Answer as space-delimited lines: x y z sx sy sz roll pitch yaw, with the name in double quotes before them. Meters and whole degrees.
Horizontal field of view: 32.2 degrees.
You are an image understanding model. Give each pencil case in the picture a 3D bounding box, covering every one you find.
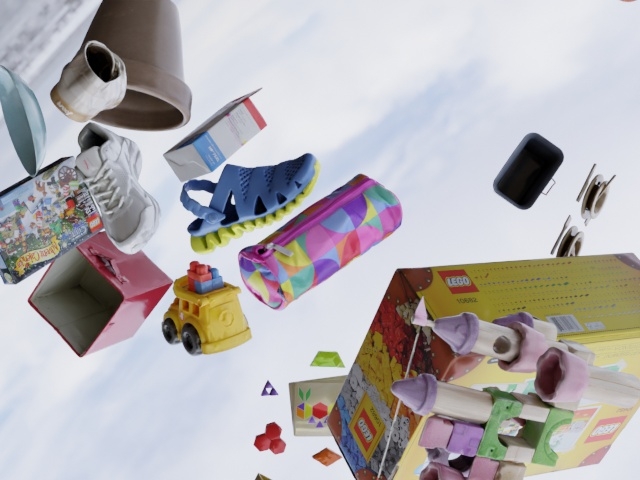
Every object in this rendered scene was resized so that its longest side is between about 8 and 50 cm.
"pencil case" 0.000 0.000 1.474 0.236 0.104 0.104 -34 -172 -29

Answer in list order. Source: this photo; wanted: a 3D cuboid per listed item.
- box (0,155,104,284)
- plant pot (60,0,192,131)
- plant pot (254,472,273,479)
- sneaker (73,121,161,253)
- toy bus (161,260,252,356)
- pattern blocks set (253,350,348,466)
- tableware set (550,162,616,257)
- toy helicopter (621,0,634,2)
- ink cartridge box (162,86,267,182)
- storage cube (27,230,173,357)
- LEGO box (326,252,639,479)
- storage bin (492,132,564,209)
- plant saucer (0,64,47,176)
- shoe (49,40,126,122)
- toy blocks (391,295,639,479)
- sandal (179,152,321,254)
"box" -0.533 -0.041 2.109 0.044 0.159 0.233 -3 -154 44
"plant pot" -0.366 -0.361 2.177 0.263 0.263 0.229 -18 -120 59
"plant pot" -0.120 0.582 2.466 0.083 0.081 0.081 -57 -159 3
"sneaker" -0.306 -0.078 1.594 0.090 0.115 0.232 -37 -130 12
"toy bus" -0.278 0.141 2.562 0.149 0.211 0.220 -20 -159 -34
"pattern blocks set" 0.011 0.412 2.733 0.026 0.325 0.285 -153 -108 -81
"tableware set" 0.480 -0.028 2.004 0.039 0.128 0.194 23 -100 28
"toy helicopter" 0.431 -0.459 1.373 0.235 0.355 0.140 -43 -142 -2
"ink cartridge box" -0.210 -0.226 2.368 0.231 0.078 0.134 -44 -161 -33
"storage cube" -0.468 0.107 2.384 0.215 0.184 0.193 -51 166 22
"LEGO box" 0.315 0.226 1.866 0.193 0.500 0.372 60 -39 40
"storage bin" 0.382 -0.120 2.056 0.135 0.098 0.091 -55 178 -3
"plant saucer" -0.498 -0.205 1.878 0.037 0.195 0.195 -18 -176 -24
"shoe" -0.263 -0.197 1.327 0.058 0.076 0.219 -48 -166 17
"toy blocks" 0.194 0.226 1.444 0.309 0.260 0.288 -134 -121 -68
"sandal" -0.145 -0.090 2.106 0.317 0.138 0.126 -26 -159 19
